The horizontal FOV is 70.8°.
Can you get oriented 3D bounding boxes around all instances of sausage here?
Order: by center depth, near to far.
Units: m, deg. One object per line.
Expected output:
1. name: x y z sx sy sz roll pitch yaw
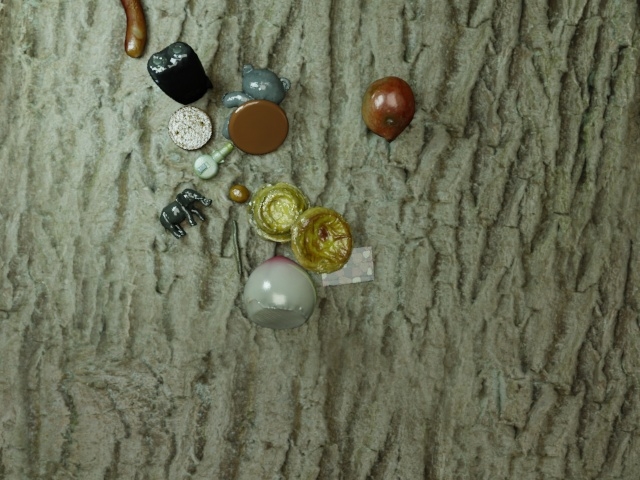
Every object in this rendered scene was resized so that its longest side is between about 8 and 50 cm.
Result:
1. sausage: -0.766 -0.901 1.835 0.103 0.076 0.302 -10 92 5

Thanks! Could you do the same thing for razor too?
1. razor: -0.533 -0.631 1.740 0.189 0.327 0.107 -32 88 -1

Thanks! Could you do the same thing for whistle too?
1. whistle: -0.445 -0.339 1.891 0.198 0.057 0.104 -40 95 1

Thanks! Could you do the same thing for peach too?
1. peach: 0.280 -0.528 1.841 0.233 0.232 0.256 -9 83 -3

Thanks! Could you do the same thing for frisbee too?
1. frisbee: -0.251 -0.456 1.838 0.251 0.021 0.250 -10 133 -11

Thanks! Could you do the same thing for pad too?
1. pad: 0.117 0.115 1.974 0.235 0.003 0.158 -6 93 -3

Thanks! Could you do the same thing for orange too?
1. orange: -0.342 -0.196 1.896 0.085 0.085 0.085 0 93 -3

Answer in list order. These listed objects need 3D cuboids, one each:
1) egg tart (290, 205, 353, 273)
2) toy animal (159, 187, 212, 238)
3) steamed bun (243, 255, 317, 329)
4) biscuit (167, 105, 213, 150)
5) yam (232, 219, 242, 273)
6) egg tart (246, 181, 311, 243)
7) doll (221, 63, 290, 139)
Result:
1. egg tart: 0.000 0.000 1.883 0.295 0.116 0.294 -1 92 -23
2. toy animal: -0.563 -0.118 1.868 0.245 0.114 0.146 -37 95 -1
3. steamed bun: -0.163 0.192 1.839 0.310 0.309 0.309 0 93 -3
4. biscuit: -0.546 -0.472 1.894 0.188 0.027 0.187 0 92 -2
5. yam: -0.361 0.030 1.933 0.027 0.029 0.234 -9 93 -45
6. egg tart: -0.174 -0.120 1.901 0.279 0.095 0.278 0 92 -4
7. doll: -0.282 -0.555 1.862 0.246 0.158 0.340 24 120 -14
